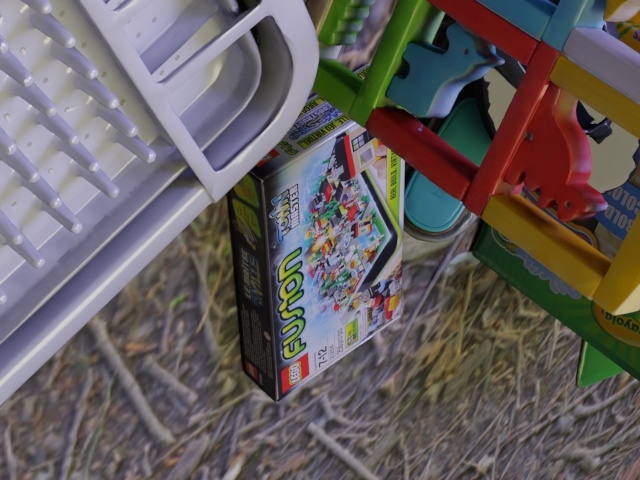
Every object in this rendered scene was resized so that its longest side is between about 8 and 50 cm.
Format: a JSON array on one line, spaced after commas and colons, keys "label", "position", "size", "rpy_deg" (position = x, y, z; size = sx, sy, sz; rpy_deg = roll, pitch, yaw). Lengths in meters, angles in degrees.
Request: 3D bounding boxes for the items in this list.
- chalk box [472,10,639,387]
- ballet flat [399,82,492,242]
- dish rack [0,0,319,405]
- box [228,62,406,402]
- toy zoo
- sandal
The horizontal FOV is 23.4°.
[{"label": "chalk box", "position": [0.247, -0.025, 1.121], "size": [0.180, 0.179, 0.289], "rpy_deg": [-16, 135, -44]}, {"label": "ballet flat", "position": [0.113, -0.096, 0.997], "size": [0.213, 0.072, 0.068], "rpy_deg": [-58, 175, 13]}, {"label": "dish rack", "position": [-0.165, -0.051, 0.668], "size": [0.333, 0.072, 0.285], "rpy_deg": [-45, 149, -10]}, {"label": "box", "position": [0.000, 0.000, 0.963], "size": [0.114, 0.036, 0.207], "rpy_deg": [-34, 145, -26]}, {"label": "toy zoo", "position": [0.117, -0.098, 0.766], "size": [0.030, 0.293, 0.192], "rpy_deg": [-6, 128, -49]}, {"label": "sandal", "position": [0.131, -0.123, 0.905], "size": [0.097, 0.054, 0.255], "rpy_deg": [-27, 123, -4]}]
